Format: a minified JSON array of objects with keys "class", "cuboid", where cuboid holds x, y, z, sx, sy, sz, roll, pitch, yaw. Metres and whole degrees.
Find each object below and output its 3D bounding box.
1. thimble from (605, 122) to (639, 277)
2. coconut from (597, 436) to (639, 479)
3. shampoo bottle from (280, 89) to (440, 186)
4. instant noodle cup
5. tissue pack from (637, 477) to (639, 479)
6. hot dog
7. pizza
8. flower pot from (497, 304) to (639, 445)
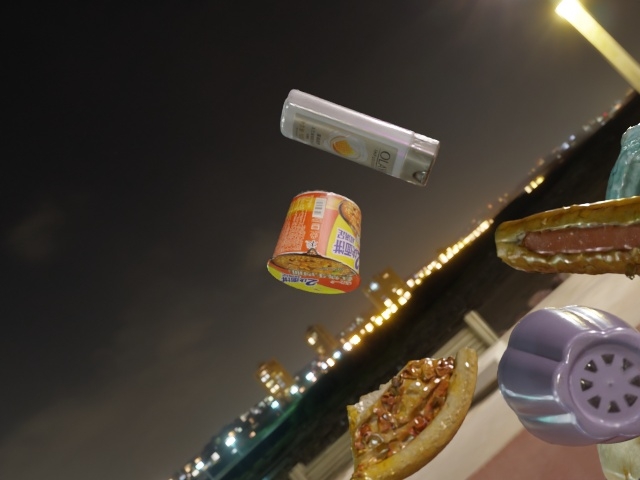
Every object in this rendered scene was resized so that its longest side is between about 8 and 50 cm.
[{"class":"thimble","cuboid":[0.429,-0.044,0.858,0.198,0.235,0.143,-34,-14,31]},{"class":"coconut","cuboid":[0.853,0.438,1.723,0.415,0.415,0.344,-42,-37,-5]},{"class":"shampoo bottle","cuboid":[0.056,-0.147,1.089,0.086,0.227,0.056,99,-166,-64]},{"class":"instant noodle cup","cuboid":[0.000,0.000,1.673,0.213,0.213,0.174,122,161,-64]},{"class":"tissue pack","cuboid":[0.369,0.352,0.860,0.155,0.065,0.115,-32,16,-12]},{"class":"hot dog","cuboid":[0.246,-0.005,0.589,0.088,0.061,0.286,-9,1,-23]},{"class":"pizza","cuboid":[0.125,0.248,1.061,0.271,0.134,0.056,-35,-27,-11]},{"class":"flower pot","cuboid":[0.452,0.238,1.284,0.265,0.265,0.243,-42,-7,0]}]
